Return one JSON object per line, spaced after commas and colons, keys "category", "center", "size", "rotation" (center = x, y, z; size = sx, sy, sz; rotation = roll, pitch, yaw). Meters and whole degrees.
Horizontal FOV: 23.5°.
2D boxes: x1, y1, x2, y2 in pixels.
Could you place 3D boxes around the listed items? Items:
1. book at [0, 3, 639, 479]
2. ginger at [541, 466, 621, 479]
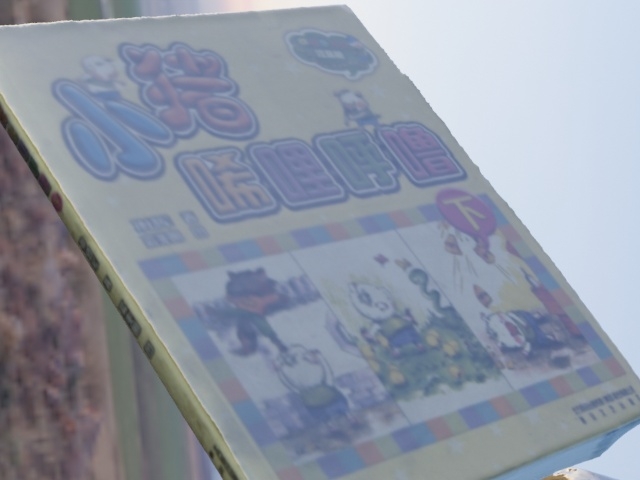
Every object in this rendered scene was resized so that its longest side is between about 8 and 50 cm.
{"category": "book", "center": [0.000, 0.000, 0.477], "size": [0.192, 0.168, 0.013], "rotation": [54, -49, 23]}
{"category": "ginger", "center": [0.272, 0.221, 1.104], "size": [0.131, 0.294, 0.086], "rotation": [-139, -119, -64]}
